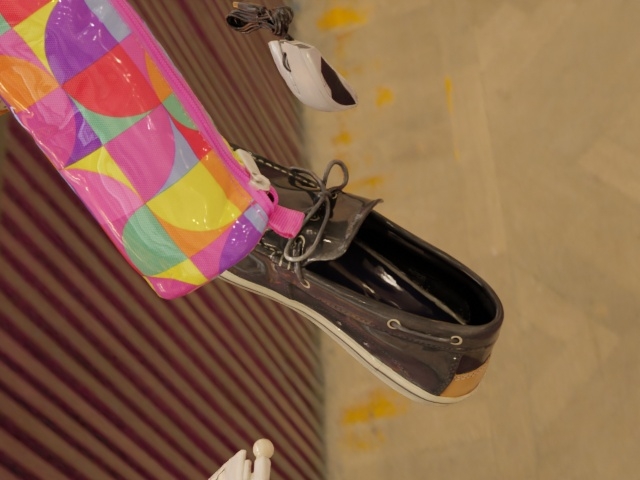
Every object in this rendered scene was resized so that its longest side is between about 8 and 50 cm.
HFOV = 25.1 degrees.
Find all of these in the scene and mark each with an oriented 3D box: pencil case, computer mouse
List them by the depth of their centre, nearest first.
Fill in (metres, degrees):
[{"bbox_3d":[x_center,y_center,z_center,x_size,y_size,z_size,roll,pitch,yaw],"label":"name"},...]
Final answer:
[{"bbox_3d":[-0.117,-0.077,0.845,0.104,0.236,0.104,-35,18,13],"label":"pencil case"},{"bbox_3d":[-0.025,-0.192,1.589,0.106,0.193,0.042,16,69,46],"label":"computer mouse"}]

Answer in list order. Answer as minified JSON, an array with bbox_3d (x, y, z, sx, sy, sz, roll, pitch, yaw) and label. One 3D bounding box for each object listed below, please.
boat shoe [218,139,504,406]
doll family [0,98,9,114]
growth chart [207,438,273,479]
[{"bbox_3d":[0.000,0.000,1.675,0.500,0.156,0.187,35,46,3],"label":"boat shoe"},{"bbox_3d":[-0.316,-0.098,1.133,0.263,0.163,0.118,-51,59,28],"label":"doll family"},{"bbox_3d":[-0.091,0.255,1.132,0.021,0.237,0.172,18,59,-19],"label":"growth chart"}]
